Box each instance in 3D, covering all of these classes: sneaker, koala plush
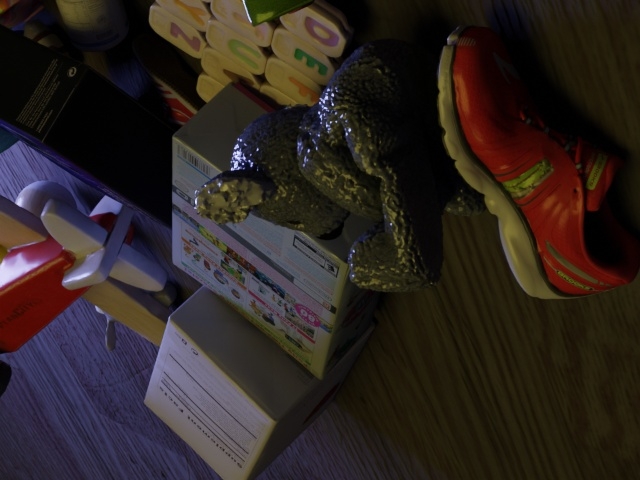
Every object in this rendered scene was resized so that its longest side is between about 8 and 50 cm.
[{"bbox_3d":[0.192,-0.071,1.466,0.118,0.107,0.279,-6,128,39],"label":"sneaker"},{"bbox_3d":[0.009,-0.073,1.564,0.221,0.196,0.203,-6,118,34],"label":"koala plush"},{"bbox_3d":[-0.169,-0.172,1.930,0.118,0.042,0.067,46,152,-2],"label":"sneaker"},{"bbox_3d":[-0.358,-0.217,2.152,0.084,0.069,0.185,59,148,-4],"label":"sneaker"}]

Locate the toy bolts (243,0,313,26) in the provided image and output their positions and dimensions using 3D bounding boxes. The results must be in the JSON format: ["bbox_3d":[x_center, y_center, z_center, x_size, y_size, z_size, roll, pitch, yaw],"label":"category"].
[{"bbox_3d":[0.003,-0.282,1.394,0.228,0.218,0.158,-72,-43,-81],"label":"toy bolts"}]

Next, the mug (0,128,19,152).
[{"bbox_3d":[-0.454,-0.185,2.303,0.129,0.097,0.158,18,143,47],"label":"mug"}]

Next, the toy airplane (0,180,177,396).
[{"bbox_3d":[-0.365,0.012,2.310,0.384,0.272,0.386,1,135,2],"label":"toy airplane"}]

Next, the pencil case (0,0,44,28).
[{"bbox_3d":[-0.421,-0.363,1.972,0.284,0.124,0.124,49,155,-2],"label":"pencil case"}]

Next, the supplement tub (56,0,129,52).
[{"bbox_3d":[-0.251,-0.264,1.894,0.071,0.071,0.107,30,149,34],"label":"supplement tub"}]

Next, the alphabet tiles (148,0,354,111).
[{"bbox_3d":[-0.050,-0.173,1.693,0.278,0.021,0.284,33,156,5],"label":"alphabet tiles"}]

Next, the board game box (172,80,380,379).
[{"bbox_3d":[-0.043,-0.004,1.834,0.224,0.097,0.303,38,156,12],"label":"board game box"}]

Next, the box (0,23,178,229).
[{"bbox_3d":[-0.262,-0.125,1.965,0.184,0.103,0.261,30,176,39],"label":"box"}]

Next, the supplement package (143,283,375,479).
[{"bbox_3d":[-0.079,0.150,2.096,0.175,0.177,0.293,43,155,9],"label":"supplement package"}]
